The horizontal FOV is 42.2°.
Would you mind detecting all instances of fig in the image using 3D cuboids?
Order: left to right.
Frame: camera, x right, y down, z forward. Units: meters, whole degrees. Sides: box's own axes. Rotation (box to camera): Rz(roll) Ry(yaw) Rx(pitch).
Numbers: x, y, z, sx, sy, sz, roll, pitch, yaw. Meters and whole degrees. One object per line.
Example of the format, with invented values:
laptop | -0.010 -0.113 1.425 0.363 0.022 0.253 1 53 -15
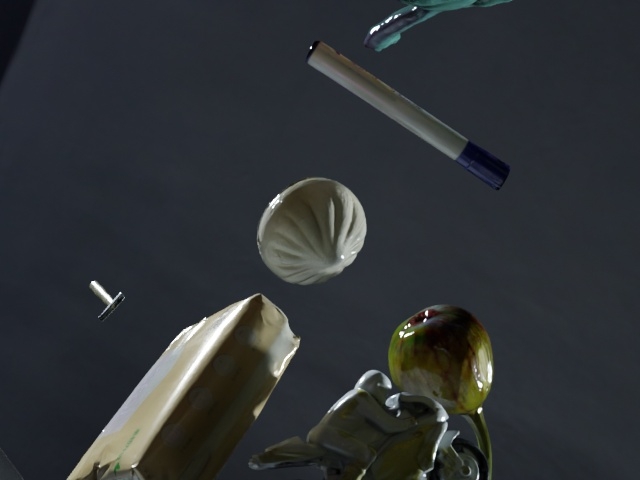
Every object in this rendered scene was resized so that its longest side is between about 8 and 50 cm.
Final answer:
fig | 0.181 0.205 1.071 0.245 0.149 0.149 65 14 -3

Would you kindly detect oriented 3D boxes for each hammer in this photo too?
hammer | -0.420 0.107 1.593 0.013 0.062 0.199 45 -11 -25

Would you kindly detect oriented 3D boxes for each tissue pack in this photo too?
tissue pack | -0.131 0.167 0.811 0.090 0.186 0.222 44 54 -14

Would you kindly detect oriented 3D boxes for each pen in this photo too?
pen | 0.100 -0.143 0.948 0.269 0.033 0.033 33 13 -3

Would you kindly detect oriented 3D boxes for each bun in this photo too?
bun | 0.000 0.000 0.989 0.138 0.138 0.094 14 21 -40

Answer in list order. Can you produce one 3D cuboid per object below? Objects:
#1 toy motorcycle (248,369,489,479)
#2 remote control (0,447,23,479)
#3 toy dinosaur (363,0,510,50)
toy motorcycle | 0.047 0.201 0.781 0.228 0.151 0.074 -10 -12 -16
remote control | -0.574 0.311 1.349 0.245 0.025 0.063 56 25 -8
toy dinosaur | 0.069 -0.244 0.789 0.330 0.129 0.383 -13 -1 42
